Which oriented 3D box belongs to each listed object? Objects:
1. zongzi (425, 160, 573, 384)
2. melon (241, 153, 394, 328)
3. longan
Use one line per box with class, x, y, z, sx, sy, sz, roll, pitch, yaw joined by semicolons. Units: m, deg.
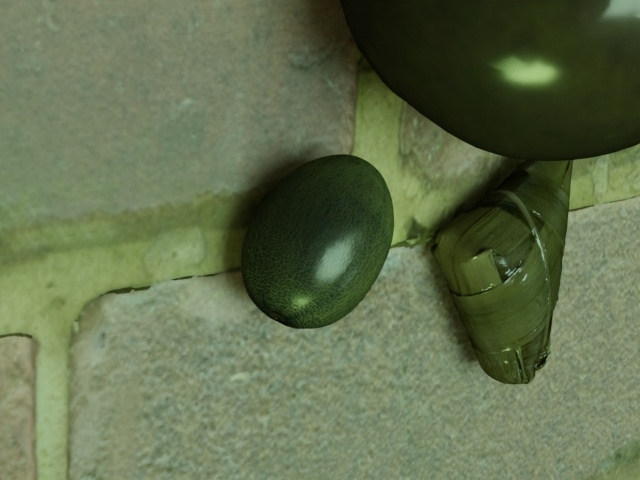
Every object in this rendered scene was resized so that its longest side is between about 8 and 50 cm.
zongzi;0.177;0.015;1.076;0.176;0.078;0.160;-43;130;-31
melon;0.000;0.000;0.897;0.131;0.098;0.098;-55;129;-17
longan;0.158;-0.193;0.880;0.297;0.297;0.297;-11;107;-40
